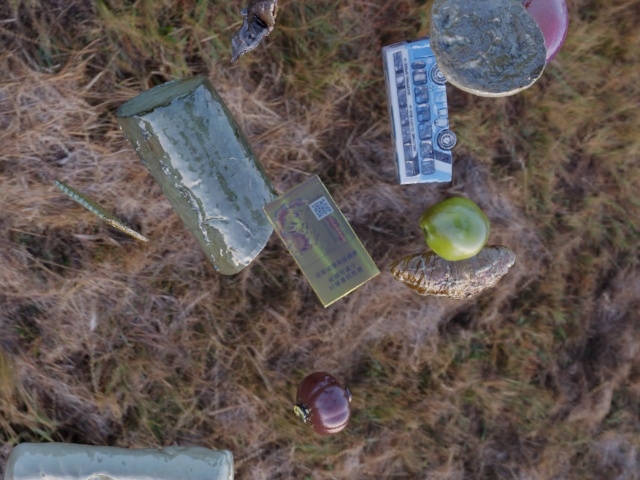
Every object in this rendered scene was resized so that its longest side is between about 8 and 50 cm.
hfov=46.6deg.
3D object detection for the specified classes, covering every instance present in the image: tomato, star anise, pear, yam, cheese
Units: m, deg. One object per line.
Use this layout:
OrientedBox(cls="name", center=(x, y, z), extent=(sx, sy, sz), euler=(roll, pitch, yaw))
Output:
OrientedBox(cls="tomato", center=(0.455, -0.457, 1.786), extent=(0.335, 0.289, 0.176), euler=(-24, 76, -3))
OrientedBox(cls="star anise", center=(-0.104, -0.331, 1.149), extent=(0.056, 0.124, 0.129), euler=(22, 116, -20))
OrientedBox(cls="pear", center=(0.180, -0.016, 1.015), extent=(0.097, 0.092, 0.092), euler=(22, 79, -9))
OrientedBox(cls="yam", center=(-0.179, -0.109, 1.176), extent=(0.168, 0.168, 0.304), euler=(-44, 116, -27))
OrientedBox(cls="cheese", center=(-0.174, 0.205, 0.653), extent=(0.194, 0.065, 0.043), euler=(2, 54, -8))

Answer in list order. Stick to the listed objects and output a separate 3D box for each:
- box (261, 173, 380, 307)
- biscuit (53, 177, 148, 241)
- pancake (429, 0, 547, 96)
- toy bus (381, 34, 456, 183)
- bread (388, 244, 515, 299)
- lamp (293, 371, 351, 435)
OrientedBox(cls="box", center=(0.000, 0.000, 0.963), extent=(0.089, 0.022, 0.156), euler=(-33, 82, -7))
OrientedBox(cls="biscuit", center=(-0.425, -0.063, 1.397), extent=(0.016, 0.203, 0.144), euler=(-57, 154, -4))
OrientedBox(cls="pancake", center=(0.176, -0.214, 0.793), extent=(0.140, 0.022, 0.139), euler=(3, 76, -10))
OrientedBox(cls="toy bus", center=(0.206, -0.269, 1.547), extent=(0.131, 0.106, 0.297), euler=(-9, 109, 1))
OrientedBox(cls="bread", center=(0.235, 0.060, 1.301), extent=(0.233, 0.105, 0.075), euler=(-4, 55, -8))
OrientedBox(cls="lamp", center=(0.004, 0.254, 1.155), extent=(0.090, 0.101, 0.101), euler=(-19, 105, -25))
